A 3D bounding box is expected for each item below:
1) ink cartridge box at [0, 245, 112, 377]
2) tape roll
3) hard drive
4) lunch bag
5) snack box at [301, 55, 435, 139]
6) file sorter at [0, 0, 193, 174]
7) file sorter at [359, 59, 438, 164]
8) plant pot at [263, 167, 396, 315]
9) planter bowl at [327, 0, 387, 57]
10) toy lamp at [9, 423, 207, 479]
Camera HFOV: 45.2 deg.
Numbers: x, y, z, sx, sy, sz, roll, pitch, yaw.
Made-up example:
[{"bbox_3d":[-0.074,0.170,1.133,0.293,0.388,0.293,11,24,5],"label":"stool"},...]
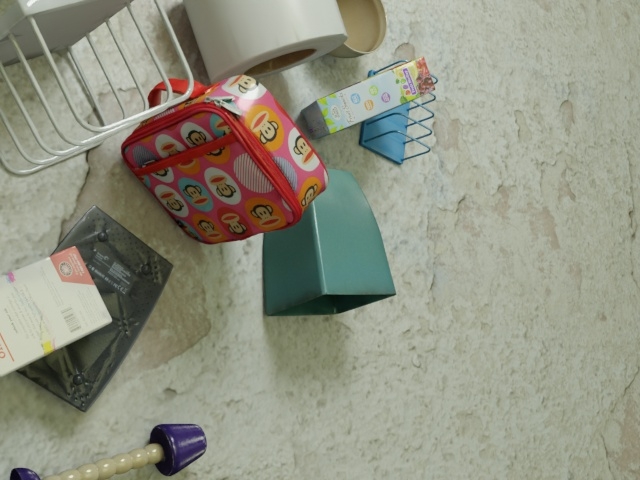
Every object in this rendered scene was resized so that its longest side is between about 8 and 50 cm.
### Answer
[{"bbox_3d":[-0.387,0.101,0.985,0.198,0.067,0.115,-27,92,-35],"label":"ink cartridge box"},{"bbox_3d":[-0.094,-0.375,1.276,0.246,0.246,0.169,-22,96,-40],"label":"tape roll"},{"bbox_3d":[-0.338,0.096,1.100,0.172,0.054,0.255,41,59,-26],"label":"hard drive"},{"bbox_3d":[-0.156,-0.127,1.137,0.258,0.293,0.120,54,52,-22],"label":"lunch bag"},{"bbox_3d":[0.081,-0.254,1.392,0.207,0.174,0.070,-23,98,-7],"label":"snack box"},{"bbox_3d":[-0.328,-0.214,1.026,0.193,0.277,0.173,-33,105,-39],"label":"file sorter"},{"bbox_3d":[0.164,-0.262,1.561,0.118,0.104,0.170,21,69,-35],"label":"file sorter"},{"bbox_3d":[0.000,0.000,1.340,0.165,0.165,0.234,2,72,-40],"label":"plant pot"},{"bbox_3d":[0.034,-0.422,1.480,0.162,0.109,0.162,8,77,-39],"label":"planter bowl"},{"bbox_3d":[-0.289,0.316,1.085,0.274,0.080,0.080,-6,85,-39],"label":"toy lamp"}]
